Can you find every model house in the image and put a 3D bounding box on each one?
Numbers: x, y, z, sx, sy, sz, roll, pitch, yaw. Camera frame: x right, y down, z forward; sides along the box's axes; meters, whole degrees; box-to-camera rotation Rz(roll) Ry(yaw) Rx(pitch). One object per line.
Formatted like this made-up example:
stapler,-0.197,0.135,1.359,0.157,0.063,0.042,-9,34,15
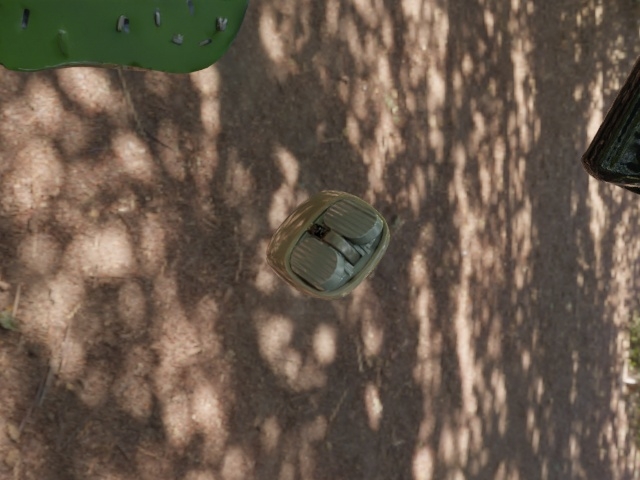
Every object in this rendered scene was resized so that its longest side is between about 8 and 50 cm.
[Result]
model house,-0.162,-0.284,0.541,0.206,0.154,0.294,-5,119,-25

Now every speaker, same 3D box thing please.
speaker,0.432,-0.116,0.850,0.180,0.184,0.388,-64,160,14

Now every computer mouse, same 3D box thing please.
computer mouse,0.000,0.000,0.987,0.082,0.236,0.145,44,84,-21
